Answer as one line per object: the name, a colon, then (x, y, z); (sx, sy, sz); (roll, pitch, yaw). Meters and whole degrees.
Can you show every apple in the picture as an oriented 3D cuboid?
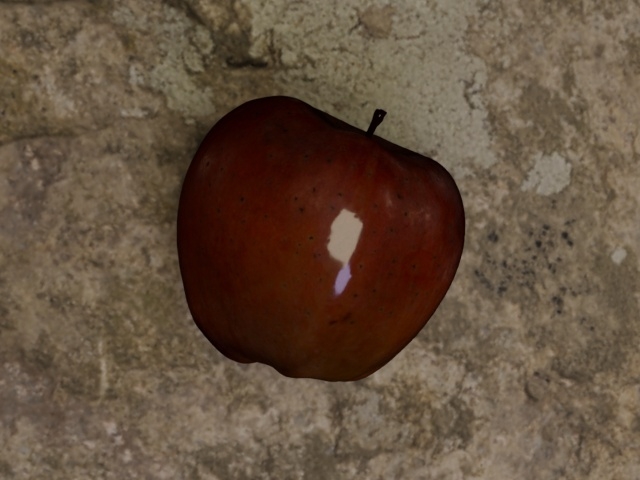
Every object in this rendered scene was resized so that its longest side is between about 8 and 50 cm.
apple: (0.002, 0.000, 1.221); (0.234, 0.234, 0.234); (-1, 95, -15)
